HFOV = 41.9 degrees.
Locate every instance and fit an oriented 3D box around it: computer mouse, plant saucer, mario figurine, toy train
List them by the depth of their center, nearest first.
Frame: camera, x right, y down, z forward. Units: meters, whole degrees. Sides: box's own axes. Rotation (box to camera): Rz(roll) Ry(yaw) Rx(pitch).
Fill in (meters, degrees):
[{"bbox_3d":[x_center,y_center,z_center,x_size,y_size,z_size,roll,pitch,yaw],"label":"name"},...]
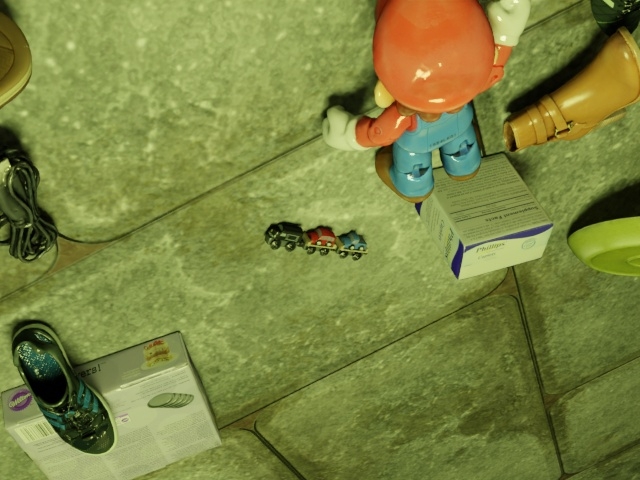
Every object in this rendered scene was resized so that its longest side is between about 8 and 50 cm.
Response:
[{"bbox_3d":[-0.406,0.004,0.828,0.272,0.072,0.188,-12,151,-13],"label":"computer mouse"},{"bbox_3d":[0.109,-0.177,0.892,0.198,0.170,0.320,-57,162,-16],"label":"mario figurine"},{"bbox_3d":[0.000,0.000,1.094,0.158,0.027,0.036,8,120,-34],"label":"toy train"},{"bbox_3d":[0.499,0.016,1.266,0.240,0.037,0.241,3,164,1],"label":"plant saucer"}]

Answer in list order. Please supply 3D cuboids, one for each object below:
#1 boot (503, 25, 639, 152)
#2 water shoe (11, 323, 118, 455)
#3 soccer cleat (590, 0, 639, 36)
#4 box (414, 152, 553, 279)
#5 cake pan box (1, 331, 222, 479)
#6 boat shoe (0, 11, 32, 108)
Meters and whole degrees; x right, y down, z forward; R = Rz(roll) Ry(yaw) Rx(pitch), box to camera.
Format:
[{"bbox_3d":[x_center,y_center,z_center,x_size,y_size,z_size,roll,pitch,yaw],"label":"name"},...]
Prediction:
[{"bbox_3d":[0.298,-0.167,1.000,0.152,0.073,0.197,-19,157,1],"label":"boot"},{"bbox_3d":[-0.324,0.201,1.040,0.073,0.080,0.203,-30,109,-2],"label":"water shoe"},{"bbox_3d":[0.335,-0.281,0.914,0.060,0.072,0.179,-26,141,1],"label":"soccer cleat"},{"bbox_3d":[0.206,-0.032,1.076,0.126,0.137,0.072,-14,141,-13],"label":"box"},{"bbox_3d":[-0.292,0.262,1.203,0.266,0.070,0.246,-20,139,-7],"label":"cake pan box"},{"bbox_3d":[-0.405,-0.092,0.726,0.342,0.123,0.123,-30,172,-6],"label":"boat shoe"}]
